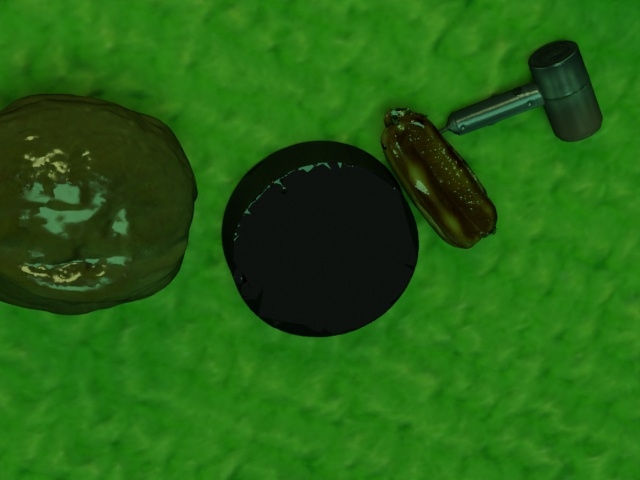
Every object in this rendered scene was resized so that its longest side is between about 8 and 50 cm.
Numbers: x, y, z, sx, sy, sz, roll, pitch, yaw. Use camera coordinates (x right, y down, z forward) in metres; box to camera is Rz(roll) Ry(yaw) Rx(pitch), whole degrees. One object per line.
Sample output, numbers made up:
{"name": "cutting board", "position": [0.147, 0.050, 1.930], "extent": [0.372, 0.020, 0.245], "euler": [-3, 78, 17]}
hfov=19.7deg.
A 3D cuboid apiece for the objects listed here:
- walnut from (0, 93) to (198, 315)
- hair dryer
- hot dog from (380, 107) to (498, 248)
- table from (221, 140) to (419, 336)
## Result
{"name": "walnut", "position": [-0.160, -0.020, 1.194], "extent": [0.166, 0.149, 0.166], "euler": [-11, 143, -9]}
{"name": "hair dryer", "position": [0.133, -0.089, 1.278], "extent": [0.114, 0.037, 0.063], "euler": [-20, 117, 7]}
{"name": "hot dog", "position": [0.080, -0.043, 1.280], "extent": [0.049, 0.037, 0.122], "euler": [-40, 114, -9]}
{"name": "table", "position": [0.000, 0.000, 1.284], "extent": [0.133, 0.043, 0.133], "euler": [-4, 114, -9]}
